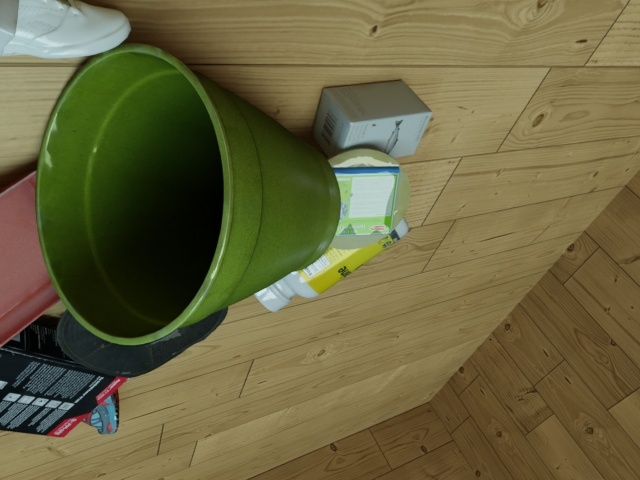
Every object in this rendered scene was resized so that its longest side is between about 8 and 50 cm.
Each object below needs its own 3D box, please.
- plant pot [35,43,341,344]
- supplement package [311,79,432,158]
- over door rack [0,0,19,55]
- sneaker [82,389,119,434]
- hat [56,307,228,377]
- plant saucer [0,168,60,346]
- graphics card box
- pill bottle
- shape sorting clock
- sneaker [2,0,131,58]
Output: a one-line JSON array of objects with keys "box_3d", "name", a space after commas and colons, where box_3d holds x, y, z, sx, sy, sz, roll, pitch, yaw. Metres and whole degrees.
[{"box_3d": [-0.155, -0.056, 0.806, 0.366, 0.366, 0.353, -48, 157, 24], "name": "plant pot"}, {"box_3d": [0.093, -0.216, 0.987, 0.179, 0.105, 0.105, -15, 144, -27], "name": "supplement package"}, {"box_3d": [-0.472, -0.136, 0.500, 0.324, 0.108, 0.240, -44, 145, 24], "name": "over door rack"}, {"box_3d": [-0.553, 0.384, 1.291, 0.125, 0.104, 0.261, -3, 134, -17], "name": "sneaker"}, {"box_3d": [-0.350, 0.116, 1.040, 0.332, 0.134, 0.331, -24, 143, -20], "name": "hat"}, {"box_3d": [-0.490, 0.038, 0.820, 0.259, 0.048, 0.258, -45, 155, -25], "name": "plant saucer"}, {"box_3d": [-0.589, 0.257, 1.017, 0.233, 0.094, 0.371, -41, 140, 15], "name": "graphics card box"}, {"box_3d": [0.000, 0.000, 1.127, 0.334, 0.187, 0.188, -35, 149, 5], "name": "pill bottle"}, {"box_3d": [0.064, -0.072, 0.979, 0.206, 0.040, 0.206, -6, 119, -12], "name": "shape sorting clock"}, {"box_3d": [-0.323, -0.260, 0.600, 0.212, 0.080, 0.094, -13, 132, -26], "name": "sneaker"}]
